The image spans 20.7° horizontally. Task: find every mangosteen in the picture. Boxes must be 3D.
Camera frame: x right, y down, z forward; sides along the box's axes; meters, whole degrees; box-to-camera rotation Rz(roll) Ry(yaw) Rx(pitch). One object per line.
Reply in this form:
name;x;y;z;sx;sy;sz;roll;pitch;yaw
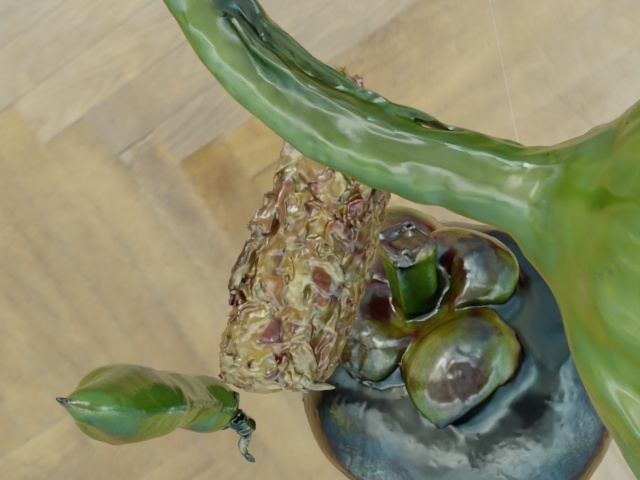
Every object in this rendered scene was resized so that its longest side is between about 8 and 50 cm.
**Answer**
mangosteen;0.103;0.089;1.412;0.275;0.275;0.302;-19;137;8

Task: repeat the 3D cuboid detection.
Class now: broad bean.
broad bean;-0.118;0.123;1.316;0.075;0.325;0.067;36;97;19

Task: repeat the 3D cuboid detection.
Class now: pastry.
pastry;0.001;0.000;0.864;0.063;0.087;0.169;21;103;13

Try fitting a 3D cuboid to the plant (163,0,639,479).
plant;0.097;-0.025;0.545;0.333;0.180;0.251;27;127;24
